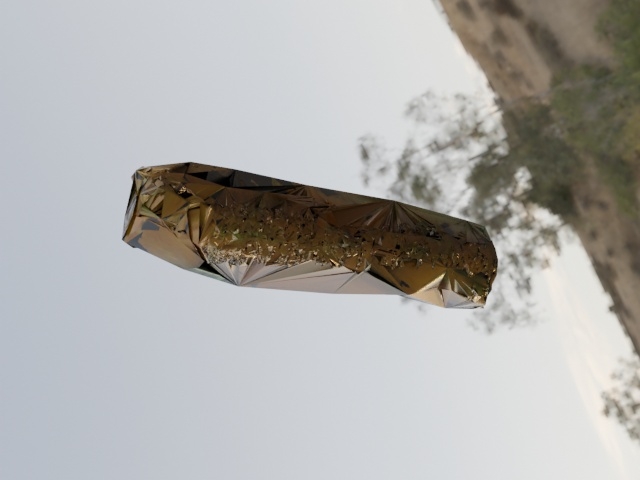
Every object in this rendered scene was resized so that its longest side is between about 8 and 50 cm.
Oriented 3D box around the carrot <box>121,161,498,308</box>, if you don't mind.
[{"bbox_3d":[0.000,-0.001,0.608,0.229,0.069,0.069,10,-137,-16],"label":"carrot"}]
